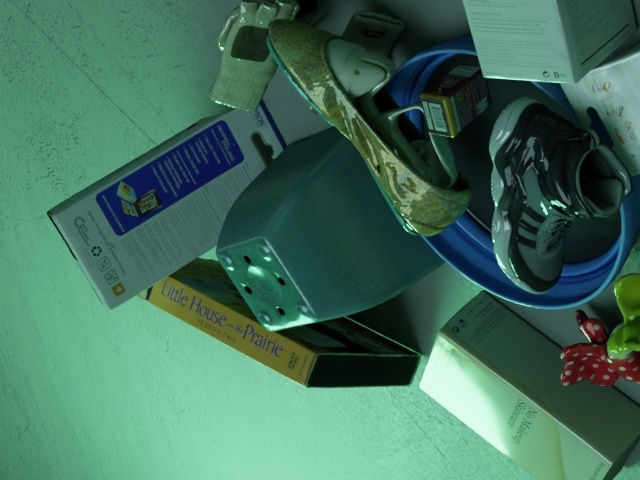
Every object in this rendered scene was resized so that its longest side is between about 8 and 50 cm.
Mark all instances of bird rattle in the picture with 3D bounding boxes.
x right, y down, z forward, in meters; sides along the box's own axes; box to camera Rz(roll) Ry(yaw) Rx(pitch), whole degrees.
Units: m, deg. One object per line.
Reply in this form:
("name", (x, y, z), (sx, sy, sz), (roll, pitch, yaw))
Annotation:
("bird rattle", (0.428, 0.154, 1.850), (0.207, 0.143, 0.253), (28, 147, 3))

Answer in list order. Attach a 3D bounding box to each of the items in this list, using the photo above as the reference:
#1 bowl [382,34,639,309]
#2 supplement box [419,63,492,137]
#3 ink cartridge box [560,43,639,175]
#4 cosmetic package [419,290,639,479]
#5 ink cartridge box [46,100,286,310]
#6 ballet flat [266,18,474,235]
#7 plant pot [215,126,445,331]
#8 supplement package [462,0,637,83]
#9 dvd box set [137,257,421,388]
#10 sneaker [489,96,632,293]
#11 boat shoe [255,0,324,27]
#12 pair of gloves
("bowl", (0.245, -0.092, 1.859), (0.391, 0.077, 0.391), (30, 142, 27))
("supplement box", (0.165, -0.170, 1.729), (0.043, 0.083, 0.055), (15, 133, 42))
("ink cartridge box", (0.384, -0.156, 1.628), (0.179, 0.045, 0.145), (-17, 109, 43))
("cosmetic package", (0.307, 0.234, 2.078), (0.309, 0.113, 0.160), (38, 145, 20))
("ink cartridge box", (-0.218, -0.063, 2.203), (0.175, 0.371, 0.069), (62, 167, -18))
("ballet flat", (0.074, -0.166, 1.833), (0.348, 0.123, 0.123), (53, 147, -3))
("plant pot", (0.000, 0.000, 2.082), (0.247, 0.252, 0.248), (-17, 110, 54))
("supplement package", (0.240, -0.315, 1.586), (0.134, 0.139, 0.244), (10, 129, 44))
("dvd box set", (-0.085, 0.126, 2.298), (0.420, 0.308, 0.062), (25, 100, 34))
("sneaker", (0.286, -0.032, 1.697), (0.153, 0.101, 0.268), (25, 137, 43))
("boat shoe", (-0.035, -0.332, 1.928), (0.089, 0.104, 0.285), (46, 146, 12))
("pair of gloves", (-0.024, -0.250, 1.942), (0.240, 0.042, 0.204), (5, 141, -11))
